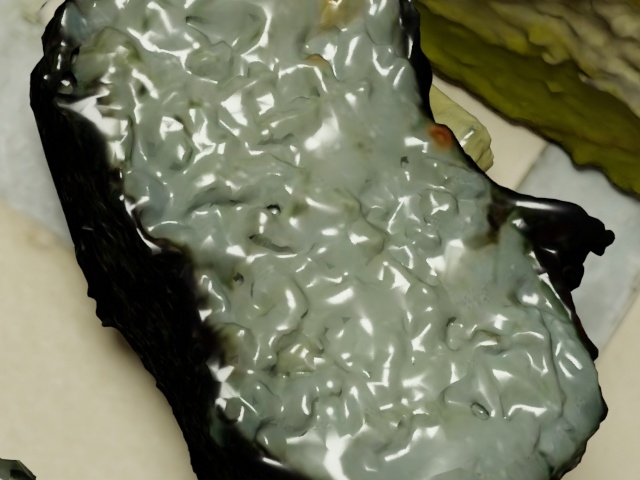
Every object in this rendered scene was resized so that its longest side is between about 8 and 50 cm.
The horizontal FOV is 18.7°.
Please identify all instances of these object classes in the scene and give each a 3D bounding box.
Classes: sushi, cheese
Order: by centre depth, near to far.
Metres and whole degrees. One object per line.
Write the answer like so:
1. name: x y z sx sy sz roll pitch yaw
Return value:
1. sushi: 0.000 0.000 0.612 0.147 0.115 0.212 -31 80 -17
2. cheese: 0.024 -0.049 0.673 0.083 0.044 0.030 45 72 3

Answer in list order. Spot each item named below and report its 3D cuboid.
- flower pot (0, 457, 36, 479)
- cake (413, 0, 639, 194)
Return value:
1. flower pot: -0.182 0.126 0.464 0.290 0.290 0.259 38 81 4
2. cake: 0.104 -0.125 0.645 0.260 0.179 0.156 30 66 -1
